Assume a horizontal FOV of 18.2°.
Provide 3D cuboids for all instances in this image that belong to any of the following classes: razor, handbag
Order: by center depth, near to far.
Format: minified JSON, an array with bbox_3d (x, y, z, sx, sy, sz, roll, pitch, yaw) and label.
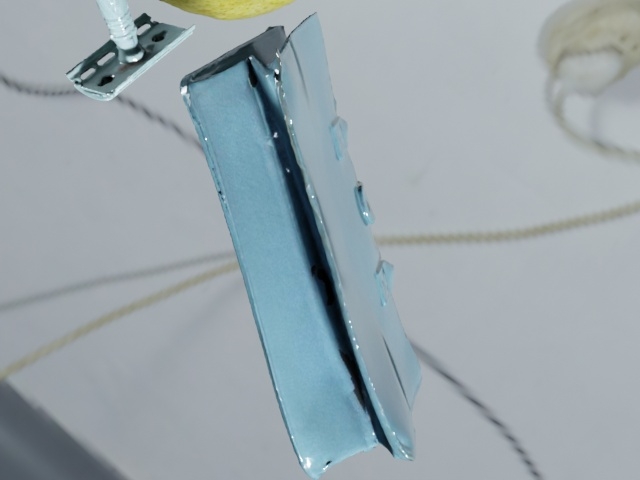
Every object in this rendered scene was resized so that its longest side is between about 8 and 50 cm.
[{"bbox_3d":[0.000,0.000,1.037,0.057,0.144,0.221,-15,104,16],"label":"handbag"},{"bbox_3d":[-0.191,-0.242,1.682,0.068,0.106,0.232,17,138,39],"label":"razor"}]

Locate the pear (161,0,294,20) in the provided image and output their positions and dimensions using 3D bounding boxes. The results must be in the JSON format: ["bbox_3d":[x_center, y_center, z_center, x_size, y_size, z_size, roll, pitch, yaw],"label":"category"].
[{"bbox_3d":[-0.054,-0.272,1.348,0.228,0.211,0.188,-34,139,12],"label":"pear"}]
